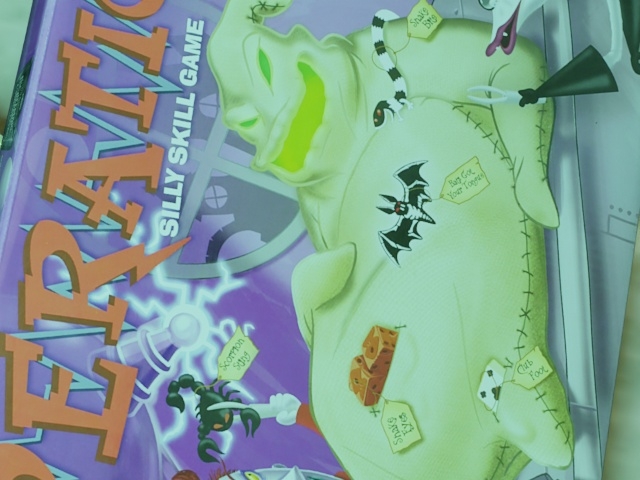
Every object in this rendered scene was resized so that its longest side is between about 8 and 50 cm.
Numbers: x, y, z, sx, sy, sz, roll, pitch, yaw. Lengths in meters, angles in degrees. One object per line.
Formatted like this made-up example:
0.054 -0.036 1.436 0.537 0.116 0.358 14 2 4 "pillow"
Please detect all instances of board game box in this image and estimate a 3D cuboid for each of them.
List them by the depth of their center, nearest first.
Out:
0.000 0.000 0.545 0.208 0.056 0.347 13 79 -15 "board game box"

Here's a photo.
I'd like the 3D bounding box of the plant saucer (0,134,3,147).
-0.175 0.062 0.538 0.241 0.037 0.241 1 84 -9 "plant saucer"
